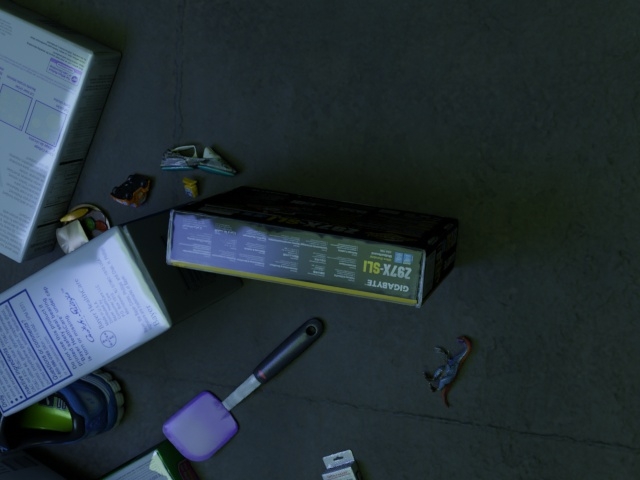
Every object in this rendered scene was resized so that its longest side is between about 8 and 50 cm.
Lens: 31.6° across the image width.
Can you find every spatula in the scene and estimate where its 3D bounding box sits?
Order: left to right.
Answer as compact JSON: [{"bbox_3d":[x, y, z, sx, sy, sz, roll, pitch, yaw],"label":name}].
[{"bbox_3d":[-0.104,0.212,1.641,0.296,0.030,0.084,-42,88,18],"label":"spatula"}]

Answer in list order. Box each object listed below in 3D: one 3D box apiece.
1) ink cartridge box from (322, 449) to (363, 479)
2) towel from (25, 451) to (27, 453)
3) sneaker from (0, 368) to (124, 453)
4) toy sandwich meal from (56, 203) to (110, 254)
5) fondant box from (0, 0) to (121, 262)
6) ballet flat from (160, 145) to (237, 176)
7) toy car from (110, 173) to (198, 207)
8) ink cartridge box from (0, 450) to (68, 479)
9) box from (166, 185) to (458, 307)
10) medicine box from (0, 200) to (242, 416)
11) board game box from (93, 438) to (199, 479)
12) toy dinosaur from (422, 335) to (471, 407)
[{"bbox_3d":[0.034,0.349,1.626,0.048,0.028,0.083,-20,93,18],"label":"ink cartridge box"},{"bbox_3d":[-0.544,0.370,1.772,0.152,0.023,0.113,9,105,-13],"label":"towel"},{"bbox_3d":[-0.469,0.235,1.689,0.330,0.147,0.130,4,101,16],"label":"sneaker"},{"bbox_3d":[-0.352,-0.014,1.673,0.085,0.029,0.086,3,100,16],"label":"toy sandwich meal"},{"bbox_3d":[-0.461,-0.168,1.644,0.238,0.096,0.330,26,105,10],"label":"fondant box"},{"bbox_3d":[-0.172,-0.114,1.600,0.114,0.041,0.041,6,101,14],"label":"ballet flat"},{"bbox_3d":[-0.237,-0.062,1.620,0.122,0.060,0.040,8,134,21],"label":"toy car"},{"bbox_3d":[-0.443,0.405,1.610,0.289,0.211,0.122,27,98,20],"label":"ink cartridge box"},{"bbox_3d":[0.000,0.000,1.455,0.322,0.257,0.079,9,103,14],"label":"box"},{"bbox_3d":[-0.296,0.087,1.551,0.289,0.263,0.149,-28,91,18],"label":"medicine box"},{"bbox_3d":[-0.245,0.491,1.713,0.242,0.064,0.316,-31,90,19],"label":"board game box"},{"bbox_3d":[0.181,0.172,1.559,0.082,0.047,0.090,-34,122,10],"label":"toy dinosaur"}]
